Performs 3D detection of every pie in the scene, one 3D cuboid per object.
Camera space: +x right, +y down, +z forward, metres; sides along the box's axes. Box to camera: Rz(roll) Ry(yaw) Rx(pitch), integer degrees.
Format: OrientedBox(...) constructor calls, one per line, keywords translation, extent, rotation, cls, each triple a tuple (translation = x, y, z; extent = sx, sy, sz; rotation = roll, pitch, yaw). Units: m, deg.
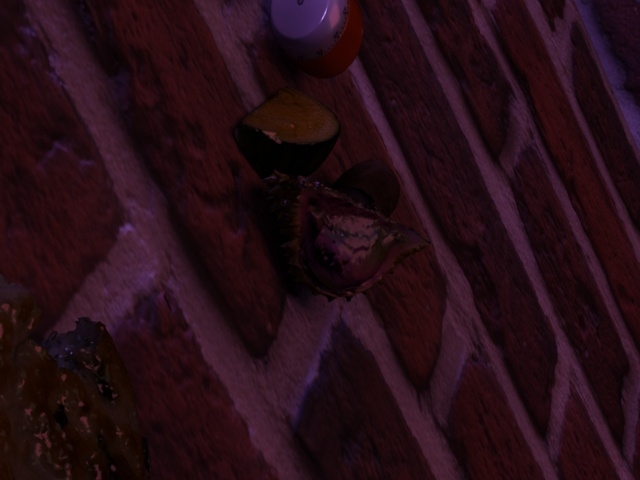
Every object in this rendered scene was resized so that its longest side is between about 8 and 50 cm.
OrientedBox(translation=(-0.197, 0.175, 1.394), extent=(0.302, 0.066, 0.302), rotation=(53, 26, -41), cls="pie")

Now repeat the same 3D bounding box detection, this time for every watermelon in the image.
OrientedBox(translation=(-0.036, -0.101, 2.067), extent=(0.092, 0.075, 0.181), rotation=(25, 23, 5), cls="watermelon")

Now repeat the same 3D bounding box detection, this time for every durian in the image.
OrientedBox(translation=(-0.001, 0.003, 2.007), extent=(0.186, 0.119, 0.108), rotation=(24, 85, -31), cls="durian")

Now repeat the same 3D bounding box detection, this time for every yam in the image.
OrientedBox(translation=(0.042, -0.037, 2.134), extent=(0.084, 0.084, 0.127), rotation=(68, 21, -8), cls="yam")

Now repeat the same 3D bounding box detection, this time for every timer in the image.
OrientedBox(translation=(0.004, -0.244, 2.190), extent=(0.136, 0.099, 0.136), rotation=(25, 60, -53), cls="timer")
